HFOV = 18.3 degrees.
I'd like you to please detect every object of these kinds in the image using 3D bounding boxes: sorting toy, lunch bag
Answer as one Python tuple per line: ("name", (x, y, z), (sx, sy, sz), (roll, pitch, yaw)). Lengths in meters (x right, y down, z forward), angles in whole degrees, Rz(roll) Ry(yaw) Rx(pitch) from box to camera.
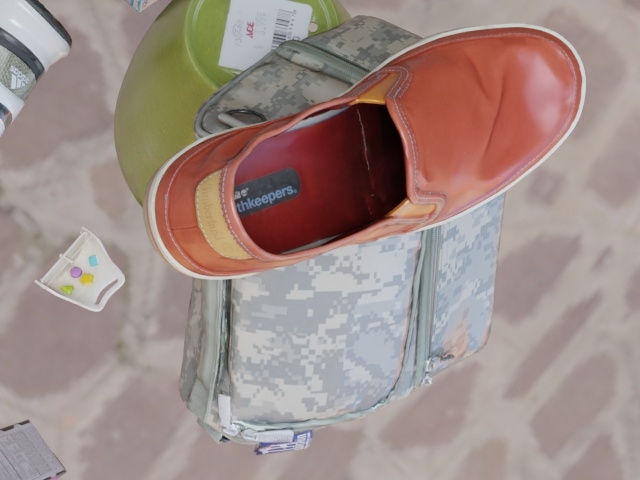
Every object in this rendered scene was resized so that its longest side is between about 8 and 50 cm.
("sorting toy", (-0.257, 0.041, 2.183), (0.083, 0.075, 0.045), (-50, 159, -16))
("lunch bag", (0.000, 0.000, 1.633), (0.256, 0.212, 0.305), (-24, 132, -36))

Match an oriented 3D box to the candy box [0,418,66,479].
("candy box", (-0.346, 0.252, 1.850), (0.159, 0.071, 0.233), (-39, 174, 9))

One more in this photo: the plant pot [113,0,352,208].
("plant pot", (-0.060, -0.149, 1.864), (0.275, 0.275, 0.293), (-41, 172, -13))

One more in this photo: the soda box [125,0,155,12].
("soda box", (-0.171, -0.316, 1.984), (0.063, 0.058, 0.183), (-39, 161, -32))

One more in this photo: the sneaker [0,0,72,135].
("sneaker", (-0.464, -0.154, 1.961), (0.169, 0.447, 0.257), (45, 69, -41))

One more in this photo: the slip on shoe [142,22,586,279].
("slip on shoe", (0.047, -0.057, 1.281), (0.331, 0.101, 0.123), (-21, 99, -28))
